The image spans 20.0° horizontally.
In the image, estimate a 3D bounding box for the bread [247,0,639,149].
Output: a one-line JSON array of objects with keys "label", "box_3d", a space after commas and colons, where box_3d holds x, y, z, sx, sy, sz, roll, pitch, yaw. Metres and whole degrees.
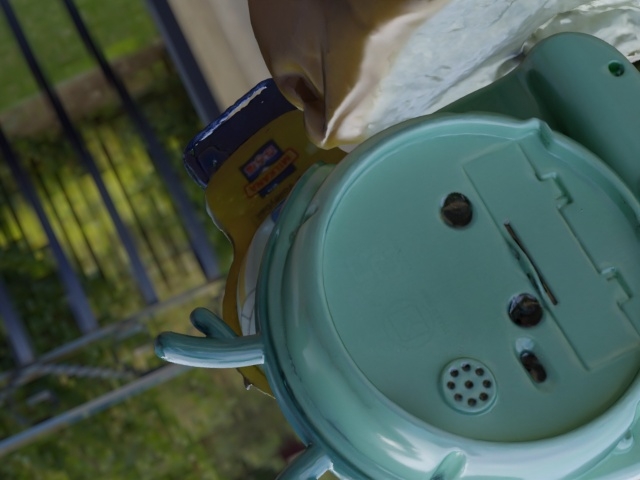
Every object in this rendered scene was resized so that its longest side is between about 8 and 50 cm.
[{"label": "bread", "box_3d": [0.084, -0.188, 0.966, 0.225, 0.250, 0.279, 9, 142, -28]}]

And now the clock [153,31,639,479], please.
[{"label": "clock", "box_3d": [0.052, 0.028, 0.646, 0.211, 0.159, 0.066, -26, 162, -20]}]

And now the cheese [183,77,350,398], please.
[{"label": "cheese", "box_3d": [0.000, 0.000, 1.101, 0.177, 0.270, 0.069, -40, 138, 3]}]
